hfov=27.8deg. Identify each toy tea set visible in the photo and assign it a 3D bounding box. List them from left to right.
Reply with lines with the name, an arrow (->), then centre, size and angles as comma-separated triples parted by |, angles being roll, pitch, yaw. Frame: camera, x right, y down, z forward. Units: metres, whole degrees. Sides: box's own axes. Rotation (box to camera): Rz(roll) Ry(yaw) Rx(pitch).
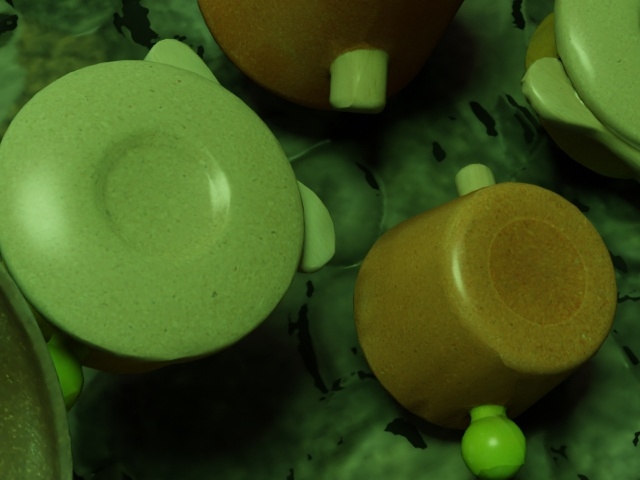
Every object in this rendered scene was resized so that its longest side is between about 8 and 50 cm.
toy tea set -> 0.000, 0.000, 0.421 | 0.200, 0.124, 0.336 | 39, 60, -6

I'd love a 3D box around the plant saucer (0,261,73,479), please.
plant saucer -> -0.154, 0.062, 0.281 | 0.199, 0.198, 0.036 | -37, 27, -18
